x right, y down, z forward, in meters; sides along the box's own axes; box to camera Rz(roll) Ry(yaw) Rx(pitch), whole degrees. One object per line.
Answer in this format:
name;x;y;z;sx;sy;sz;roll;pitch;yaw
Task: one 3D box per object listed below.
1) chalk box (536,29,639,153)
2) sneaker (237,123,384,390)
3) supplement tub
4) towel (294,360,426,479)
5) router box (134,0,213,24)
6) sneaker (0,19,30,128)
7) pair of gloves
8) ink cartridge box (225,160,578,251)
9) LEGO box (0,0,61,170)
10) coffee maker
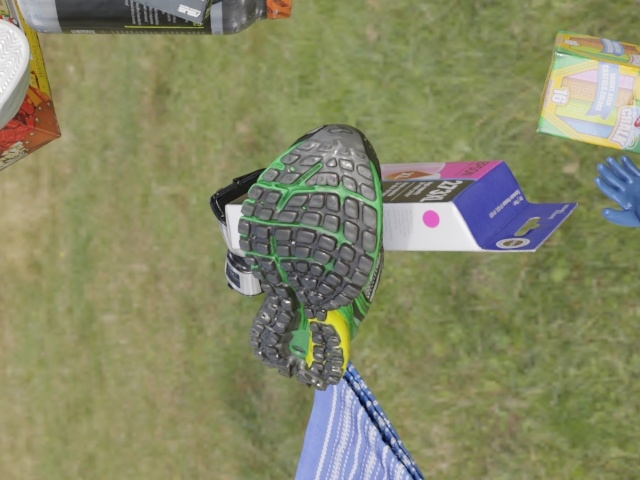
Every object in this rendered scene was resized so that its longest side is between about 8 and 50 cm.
chalk box;0.443;-0.219;1.758;0.132;0.213;0.132;-64;-16;-63
sneaker;0.000;0.000;1.164;0.344;0.134;0.146;101;-167;-54
supplement tub;-0.206;-0.364;1.484;0.207;0.337;0.207;180;90;-86
towel;0.046;0.315;1.369;0.336;0.040;0.243;-126;43;-54
router box;-0.160;-0.283;1.181;0.038;0.122;0.092;-76;5;-60
sneaker;-0.426;-0.111;1.357;0.293;0.108;0.169;-55;8;-6
pair of gloves;0.474;-0.090;1.658;0.198;0.159;0.023;-50;9;-14
ink cartridge box;0.092;-0.039;1.351;0.370;0.175;0.069;3;109;27
LEGO box;-0.612;-0.367;1.687;0.193;0.372;0.500;-25;71;24
coffee maker;-0.074;-0.014;1.814;0.178;0.171;0.120;84;172;-52
